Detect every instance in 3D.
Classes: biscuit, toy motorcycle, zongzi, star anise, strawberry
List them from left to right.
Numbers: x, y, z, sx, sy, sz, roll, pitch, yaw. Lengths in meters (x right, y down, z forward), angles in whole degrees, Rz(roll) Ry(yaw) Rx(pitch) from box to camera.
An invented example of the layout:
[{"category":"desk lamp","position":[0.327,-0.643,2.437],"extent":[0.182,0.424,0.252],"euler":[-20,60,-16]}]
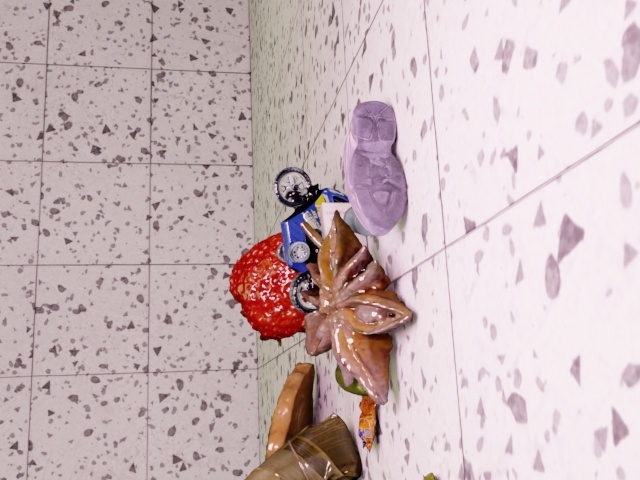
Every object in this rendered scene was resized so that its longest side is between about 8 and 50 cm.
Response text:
[{"category":"zongzi","position":[-0.084,0.517,1.494],"extent":[0.154,0.317,0.289],"euler":[59,155,28]},{"category":"biscuit","position":[-0.083,0.507,1.776],"extent":[0.385,0.062,0.365],"euler":[-61,-24,-66]},{"category":"strawberry","position":[-0.065,0.082,1.643],"extent":[0.277,0.257,0.257],"euler":[-50,25,17]},{"category":"toy motorcycle","position":[0.000,0.000,1.481],"extent":[0.113,0.168,0.316],"euler":[177,83,-72]},{"category":"star anise","position":[0.052,0.102,1.235],"extent":[0.349,0.108,0.293],"euler":[19,99,56]}]

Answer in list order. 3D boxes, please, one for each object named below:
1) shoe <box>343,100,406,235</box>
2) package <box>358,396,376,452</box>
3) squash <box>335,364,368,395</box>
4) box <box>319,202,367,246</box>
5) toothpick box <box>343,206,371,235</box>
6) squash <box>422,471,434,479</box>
[{"category":"shoe","position":[0.082,-0.104,1.215],"extent":[0.138,0.095,0.245],"euler":[102,168,-60]},{"category":"package","position":[0.087,0.330,1.321],"extent":[0.077,0.032,0.111],"euler":[98,175,-82]},{"category":"squash","position":[0.065,0.254,1.348],"extent":[0.252,0.066,0.066],"euler":[145,124,-78]},{"category":"box","position":[0.047,0.002,1.397],"extent":[0.040,0.083,0.155],"euler":[116,152,-65]},{"category":"toothpick box","position":[0.076,-0.037,1.330],"extent":[0.083,0.052,0.052],"euler":[-153,63,-76]},{"category":"squash","position":[0.098,0.420,1.070],"extent":[0.169,0.093,0.252],"euler":[11,106,33]}]
